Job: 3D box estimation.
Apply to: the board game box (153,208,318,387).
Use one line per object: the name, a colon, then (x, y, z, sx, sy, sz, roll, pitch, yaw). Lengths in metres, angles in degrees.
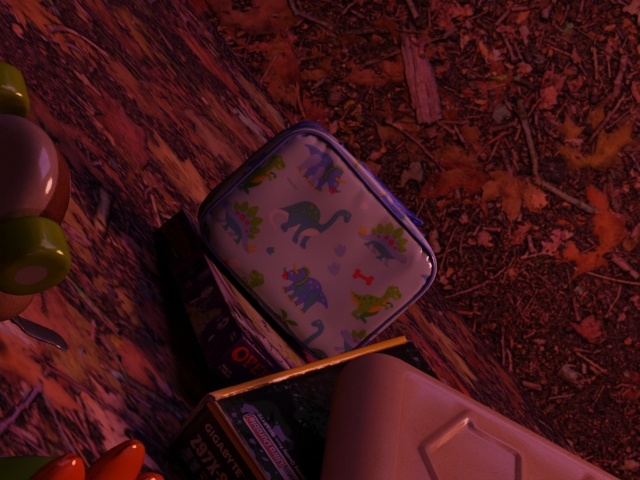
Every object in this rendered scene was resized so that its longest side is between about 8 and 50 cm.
board game box: (-0.057, 0.104, 1.570, 0.208, 0.056, 0.347, 51, 2, -25)

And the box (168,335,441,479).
box: (0.065, 0.243, 1.292, 0.257, 0.079, 0.322, -10, 58, -50)

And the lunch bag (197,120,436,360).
lunch bag: (0.000, 0.000, 1.602, 0.219, 0.176, 0.090, 46, 4, -10)

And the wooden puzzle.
wooden puzzle: (0.147, 0.273, 1.208, 0.348, 0.080, 0.322, 25, 36, -12)

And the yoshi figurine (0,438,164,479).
yoshi figurine: (-0.142, 0.194, 0.692, 0.362, 0.204, 0.203, 64, 31, -68)

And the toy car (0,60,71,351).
toy car: (-0.215, 0.003, 1.076, 0.188, 0.149, 0.155, 58, 10, -60)
